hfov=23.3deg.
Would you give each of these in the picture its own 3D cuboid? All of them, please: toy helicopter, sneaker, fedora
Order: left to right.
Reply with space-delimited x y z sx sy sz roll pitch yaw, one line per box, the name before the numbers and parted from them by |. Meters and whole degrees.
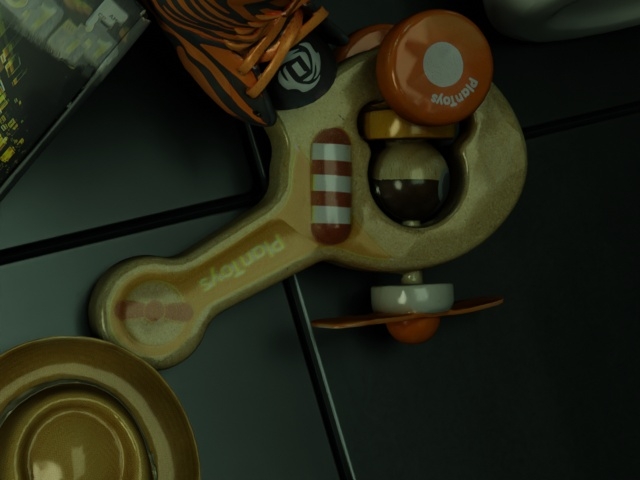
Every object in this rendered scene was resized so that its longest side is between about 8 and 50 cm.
fedora | -0.162 0.158 1.017 0.194 0.079 0.194 1 84 -14
sneaker | -0.029 -0.163 1.003 0.124 0.321 0.180 -46 117 -10
toy helicopter | 0.000 0.000 1.133 0.355 0.140 0.235 -30 101 -16

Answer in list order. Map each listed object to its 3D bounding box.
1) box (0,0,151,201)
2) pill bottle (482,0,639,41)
box | -0.351 -0.152 0.956 0.395 0.097 0.318 44 71 -19
pill bottle | 0.199 -0.381 1.225 0.229 0.229 0.408 -9 83 -26
